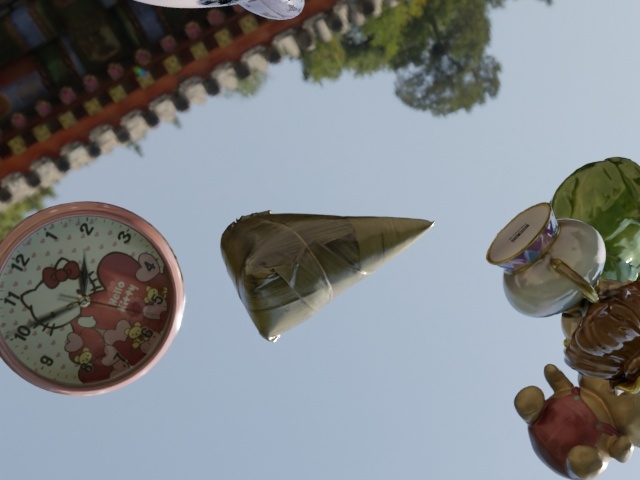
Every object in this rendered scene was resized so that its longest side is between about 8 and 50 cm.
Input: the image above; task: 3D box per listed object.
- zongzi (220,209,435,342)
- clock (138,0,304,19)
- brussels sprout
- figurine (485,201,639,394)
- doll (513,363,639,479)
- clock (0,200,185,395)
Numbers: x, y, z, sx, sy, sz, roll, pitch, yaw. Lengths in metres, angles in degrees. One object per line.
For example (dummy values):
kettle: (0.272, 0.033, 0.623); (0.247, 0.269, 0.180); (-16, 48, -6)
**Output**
zongzi: (0.000, 0.000, 1.511); (0.300, 0.145, 0.274); (-27, -155, -5)
clock: (-0.119, -0.351, 0.693); (0.250, 0.377, 0.368); (-7, -177, 23)
brussels sprout: (0.511, -0.010, 1.726); (0.259, 0.294, 0.227); (0, -138, -33)
figurine: (0.326, 0.079, 1.194); (0.142, 0.263, 0.189); (-44, -169, 8)
doll: (0.424, 0.238, 1.445); (0.256, 0.196, 0.152); (-30, 176, -13)
clock: (-0.287, 0.073, 1.205); (0.244, 0.244, 0.056); (-38, -163, -9)
